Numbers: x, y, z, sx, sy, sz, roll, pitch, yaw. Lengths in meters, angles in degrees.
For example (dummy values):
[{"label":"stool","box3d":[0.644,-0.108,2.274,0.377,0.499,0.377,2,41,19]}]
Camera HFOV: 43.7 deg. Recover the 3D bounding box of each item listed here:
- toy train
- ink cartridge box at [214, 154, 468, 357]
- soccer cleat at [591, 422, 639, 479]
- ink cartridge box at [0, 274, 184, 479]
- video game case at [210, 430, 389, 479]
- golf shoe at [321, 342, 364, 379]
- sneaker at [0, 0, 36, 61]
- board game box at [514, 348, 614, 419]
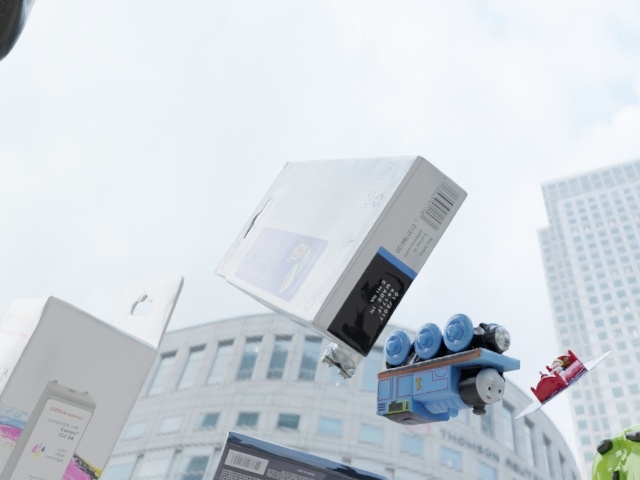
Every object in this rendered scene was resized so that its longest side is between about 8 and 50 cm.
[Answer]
[{"label":"toy train","box3d":[0.138,0.148,0.894,0.080,0.105,0.184,18,-26,-33]},{"label":"ink cartridge box","box3d":[0.000,0.000,0.784,0.065,0.332,0.165,35,-97,-21]},{"label":"soccer cleat","box3d":[0.297,0.152,0.511,0.121,0.093,0.289,4,-22,-25]},{"label":"ink cartridge box","box3d":[-0.157,0.096,0.435,0.067,0.198,0.115,32,-19,-25]},{"label":"video game case","box3d":[-0.055,0.363,0.973,0.196,0.026,0.274,18,-61,-5]},{"label":"golf shoe","box3d":[0.054,0.132,1.159,0.069,0.176,0.086,36,-74,-8]},{"label":"sneaker","box3d":[-0.212,-0.239,0.571,0.090,0.145,0.270,-3,-94,7]},{"label":"board game box","box3d":[0.306,0.178,1.044,0.133,0.169,0.033,-34,-105,-11]}]
